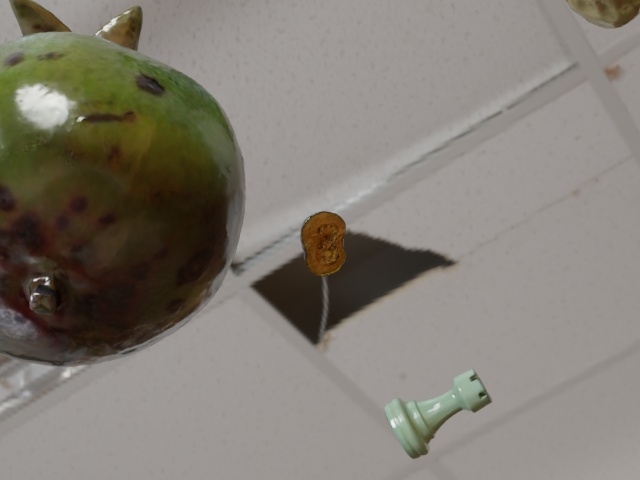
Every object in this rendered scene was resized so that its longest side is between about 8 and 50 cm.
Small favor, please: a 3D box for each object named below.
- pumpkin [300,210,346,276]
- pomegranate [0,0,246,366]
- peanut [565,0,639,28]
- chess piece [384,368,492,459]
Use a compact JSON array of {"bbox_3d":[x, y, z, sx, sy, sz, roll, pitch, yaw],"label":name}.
[{"bbox_3d":[0.001,-0.001,1.236,0.050,0.028,0.083,-9,-61,-13],"label":"pumpkin"},{"bbox_3d":[-0.110,-0.026,0.481,0.149,0.169,0.148,-14,-57,-22],"label":"pomegranate"},{"bbox_3d":[0.335,-0.369,1.153,0.152,0.152,0.313,3,-55,-16],"label":"peanut"},{"bbox_3d":[0.125,0.176,1.169,0.103,0.067,0.067,-30,-49,6],"label":"chess piece"}]
